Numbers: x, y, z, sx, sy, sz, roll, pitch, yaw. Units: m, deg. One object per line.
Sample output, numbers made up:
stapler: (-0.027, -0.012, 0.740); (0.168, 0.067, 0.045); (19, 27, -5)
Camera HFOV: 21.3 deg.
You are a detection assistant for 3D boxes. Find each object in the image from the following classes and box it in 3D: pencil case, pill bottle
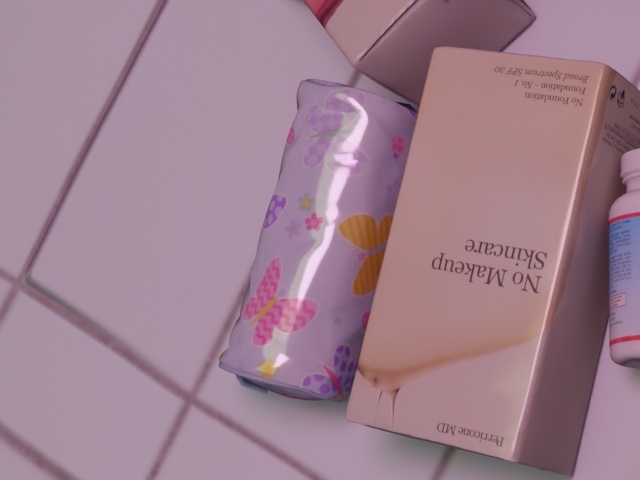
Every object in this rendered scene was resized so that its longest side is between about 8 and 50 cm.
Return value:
pencil case: (0.000, 0.000, 1.434); (0.124, 0.113, 0.273); (11, 83, 42)
pill bottle: (0.260, 0.014, 1.283); (0.087, 0.087, 0.160); (-6, 77, 30)

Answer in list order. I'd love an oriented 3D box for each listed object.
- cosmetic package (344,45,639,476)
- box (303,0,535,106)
cosmetic package: (0.143, 0.015, 1.344); (0.160, 0.113, 0.309); (9, 81, 33)
box: (0.047, -0.244, 1.445); (0.127, 0.148, 0.232); (-43, 59, 16)
